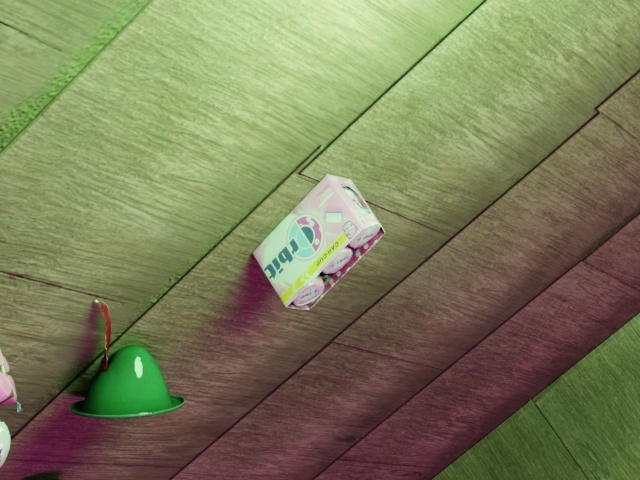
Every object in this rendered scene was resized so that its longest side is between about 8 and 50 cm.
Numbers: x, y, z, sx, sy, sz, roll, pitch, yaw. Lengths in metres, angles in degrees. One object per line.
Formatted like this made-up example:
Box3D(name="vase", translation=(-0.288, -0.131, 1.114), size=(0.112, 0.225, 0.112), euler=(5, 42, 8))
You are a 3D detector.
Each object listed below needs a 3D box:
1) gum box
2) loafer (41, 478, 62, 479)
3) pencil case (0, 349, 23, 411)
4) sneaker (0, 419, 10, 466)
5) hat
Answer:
Box3D(name="gum box", translation=(0.000, 0.000, 2.076), size=(0.188, 0.107, 0.062), euler=(-46, 150, 24))
Box3D(name="loafer", translation=(-0.514, 0.452, 2.330), size=(0.220, 0.080, 0.078), euler=(-19, -177, -27))
Box3D(name="pencil case", translation=(-0.516, 0.223, 1.917), size=(0.209, 0.095, 0.098), euler=(-20, 169, -19))
Box3D(name="sneaker", translation=(-0.559, 0.337, 2.015), size=(0.235, 0.094, 0.153), euler=(-28, 176, 11))
Box3D(name="hat", translation=(-0.292, 0.164, 2.129), size=(0.173, 0.184, 0.208), euler=(-6, -175, -31))
